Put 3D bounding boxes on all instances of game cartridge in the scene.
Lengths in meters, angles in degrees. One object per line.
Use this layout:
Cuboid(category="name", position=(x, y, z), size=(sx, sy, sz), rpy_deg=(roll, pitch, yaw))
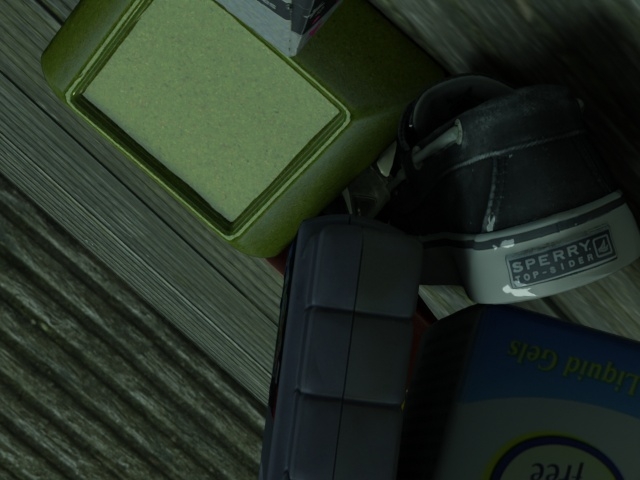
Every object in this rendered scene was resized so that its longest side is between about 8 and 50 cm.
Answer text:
Cuboid(category="game cartridge", position=(-0.003, 0.109, 0.779), size=(0.068, 0.230, 0.355), rpy_deg=(3, 176, -3))

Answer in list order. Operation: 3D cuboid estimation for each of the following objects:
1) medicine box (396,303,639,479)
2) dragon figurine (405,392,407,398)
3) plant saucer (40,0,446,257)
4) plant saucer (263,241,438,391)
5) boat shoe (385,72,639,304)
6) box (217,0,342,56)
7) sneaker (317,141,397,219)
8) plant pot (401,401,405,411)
Cuboid(category="medicine box", position=(0.155, 0.208, 0.752), size=(0.263, 0.289, 0.149), rpy_deg=(16, 169, -4))
Cuboid(category="dragon figurine", position=(0.162, 0.183, 1.338), size=(0.144, 0.085, 0.289), rpy_deg=(34, 168, 24))
Cuboid(category="plant saucer", position=(-0.057, -0.085, 0.820), size=(0.188, 0.045, 0.188), rpy_deg=(40, 130, -7))
Cuboid(category="plant saucer", position=(0.000, 0.000, 1.094), size=(0.258, 0.048, 0.259), rpy_deg=(44, -175, -23))
Cuboid(category="boat shoe", position=(0.081, -0.034, 0.740), size=(0.301, 0.108, 0.102), rpy_deg=(-112, 5, -87))
Cuboid(category="box", position=(-0.056, -0.194, 0.416), size=(0.247, 0.142, 0.163), rpy_deg=(40, 168, 1))
Cuboid(category="sneaker", position=(-0.030, -0.074, 0.894), size=(0.078, 0.106, 0.234), rpy_deg=(25, 162, 49))
Cuboid(category="plant pot", position=(0.039, 0.164, 1.606), size=(0.134, 0.134, 0.095), rpy_deg=(47, -167, -34))
